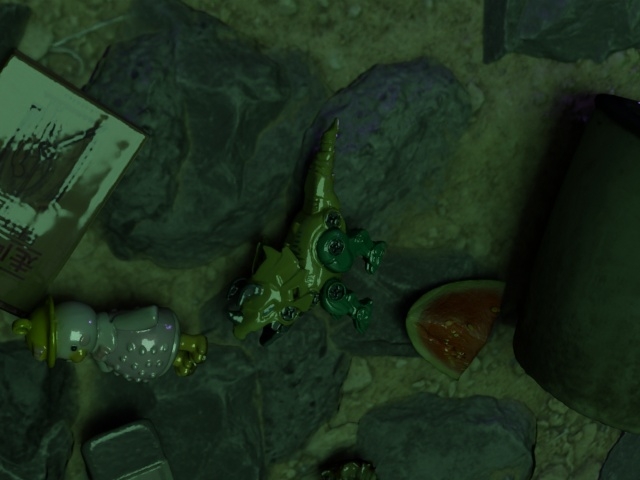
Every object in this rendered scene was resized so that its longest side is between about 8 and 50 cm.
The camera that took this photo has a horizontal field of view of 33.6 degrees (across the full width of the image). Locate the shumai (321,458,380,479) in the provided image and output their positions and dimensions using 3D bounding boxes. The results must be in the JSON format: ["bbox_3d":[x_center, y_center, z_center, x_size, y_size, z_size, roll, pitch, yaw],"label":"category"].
[{"bbox_3d":[0.042,0.313,1.306,0.098,0.124,0.087,-7,74,-1],"label":"shumai"}]

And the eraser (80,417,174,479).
[{"bbox_3d":[-0.193,0.348,1.222,0.089,0.061,0.352,-19,116,-14],"label":"eraser"}]

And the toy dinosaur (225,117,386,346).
[{"bbox_3d":[0.000,0.000,1.156,0.153,0.094,0.259,20,93,-33],"label":"toy dinosaur"}]

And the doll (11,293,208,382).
[{"bbox_3d":[-0.216,0.100,1.093,0.207,0.081,0.129,12,142,-32],"label":"doll"}]

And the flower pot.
[{"bbox_3d":[0.381,0.033,1.227,0.293,0.293,0.330,15,111,-28],"label":"flower pot"}]

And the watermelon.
[{"bbox_3d":[0.177,0.096,1.263,0.135,0.094,0.125,-43,114,-6],"label":"watermelon"}]

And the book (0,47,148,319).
[{"bbox_3d":[-0.296,-0.050,1.036,0.161,0.026,0.231,32,96,-30],"label":"book"}]
